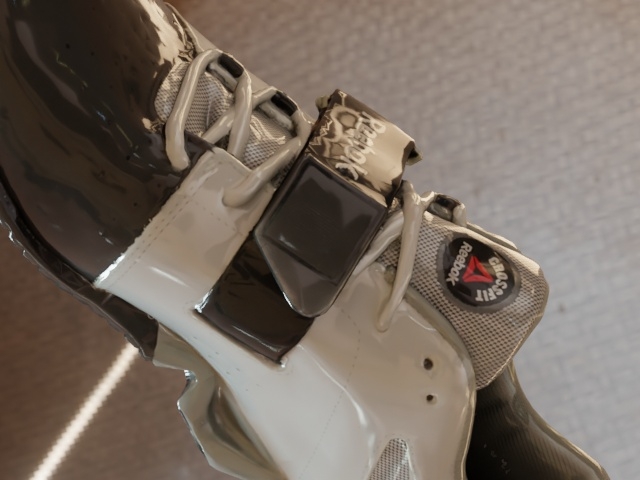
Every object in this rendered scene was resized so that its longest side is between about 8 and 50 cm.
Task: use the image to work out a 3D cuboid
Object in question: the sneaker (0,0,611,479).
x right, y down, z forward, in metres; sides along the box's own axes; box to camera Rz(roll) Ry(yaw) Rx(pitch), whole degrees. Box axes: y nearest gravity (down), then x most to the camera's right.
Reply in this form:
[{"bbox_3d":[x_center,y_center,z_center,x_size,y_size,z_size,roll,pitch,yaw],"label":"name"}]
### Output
[{"bbox_3d":[0.000,0.000,0.685,0.146,0.122,0.330,-15,125,32],"label":"sneaker"}]
